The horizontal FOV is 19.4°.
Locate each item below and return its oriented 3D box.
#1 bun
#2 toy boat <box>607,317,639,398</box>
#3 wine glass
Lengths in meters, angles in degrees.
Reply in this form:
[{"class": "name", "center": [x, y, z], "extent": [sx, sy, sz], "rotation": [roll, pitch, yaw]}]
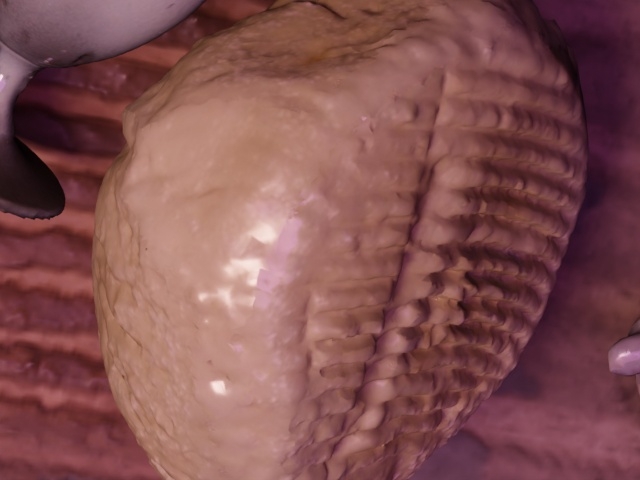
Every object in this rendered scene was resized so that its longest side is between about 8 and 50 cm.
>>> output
[{"class": "bun", "center": [0.000, 0.000, 0.679], "extent": [0.220, 0.134, 0.220], "rotation": [-40, 145, -36]}, {"class": "toy boat", "center": [0.306, 0.083, 0.801], "extent": [0.293, 0.111, 0.276], "rotation": [-23, 115, 14]}, {"class": "wine glass", "center": [-0.074, -0.112, 0.651], "extent": [0.093, 0.093, 0.202], "rotation": [30, 103, -19]}]
